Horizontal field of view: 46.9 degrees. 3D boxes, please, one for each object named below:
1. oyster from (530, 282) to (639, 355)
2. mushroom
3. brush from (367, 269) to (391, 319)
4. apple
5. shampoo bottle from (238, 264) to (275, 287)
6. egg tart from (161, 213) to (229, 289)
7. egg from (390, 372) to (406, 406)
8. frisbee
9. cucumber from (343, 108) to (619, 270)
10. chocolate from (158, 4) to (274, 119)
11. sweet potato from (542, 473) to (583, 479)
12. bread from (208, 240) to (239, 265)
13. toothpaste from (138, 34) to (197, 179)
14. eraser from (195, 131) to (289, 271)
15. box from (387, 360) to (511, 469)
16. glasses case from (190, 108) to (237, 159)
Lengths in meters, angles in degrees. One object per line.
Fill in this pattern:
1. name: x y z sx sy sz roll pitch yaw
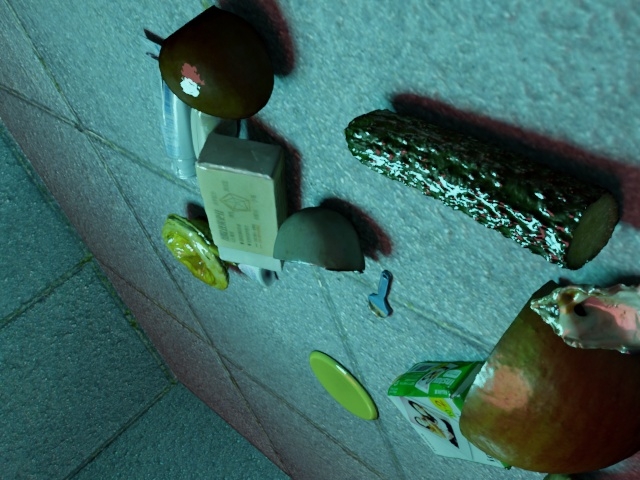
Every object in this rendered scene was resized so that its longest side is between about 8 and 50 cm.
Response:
1. oyster: 0.329 0.091 0.852 0.146 0.045 0.121 -41 83 35
2. mushroom: 0.000 0.000 1.259 0.188 0.141 0.117 15 106 51
3. brush: 0.111 0.098 1.341 0.051 0.014 0.164 39 155 19
4. apple: 0.317 0.216 1.014 0.346 0.254 0.179 83 -177 -52
5. shampoo bottle: -0.154 0.062 1.726 0.099 0.043 0.072 29 150 41
6. egg tart: -0.297 0.018 1.838 0.241 0.106 0.241 36 155 20
7. egg: 0.176 0.303 1.467 0.080 0.080 0.096 52 166 -8
8. frisbee: 0.055 0.373 1.883 0.236 0.017 0.236 39 156 22
9. cucumber: 0.164 -0.078 0.865 0.359 0.096 0.096 32 152 40
10. chocolate: -0.148 -0.247 1.072 0.177 0.177 0.176 39 156 21
11. sweet potato: 0.381 0.395 1.163 0.077 0.077 0.244 35 178 29
12. bread: -0.189 0.007 1.642 0.094 0.090 0.035 25 153 44
13. toothpaste: -0.285 -0.254 1.439 0.114 0.073 0.299 34 146 33
14. eraser: -0.135 -0.059 1.383 0.144 0.078 0.343 12 150 7
15. box: 0.245 0.300 1.307 0.180 0.103 0.250 51 158 -7
16. glasses case: -0.189 -0.202 1.319 0.051 0.081 0.204 44 159 15
